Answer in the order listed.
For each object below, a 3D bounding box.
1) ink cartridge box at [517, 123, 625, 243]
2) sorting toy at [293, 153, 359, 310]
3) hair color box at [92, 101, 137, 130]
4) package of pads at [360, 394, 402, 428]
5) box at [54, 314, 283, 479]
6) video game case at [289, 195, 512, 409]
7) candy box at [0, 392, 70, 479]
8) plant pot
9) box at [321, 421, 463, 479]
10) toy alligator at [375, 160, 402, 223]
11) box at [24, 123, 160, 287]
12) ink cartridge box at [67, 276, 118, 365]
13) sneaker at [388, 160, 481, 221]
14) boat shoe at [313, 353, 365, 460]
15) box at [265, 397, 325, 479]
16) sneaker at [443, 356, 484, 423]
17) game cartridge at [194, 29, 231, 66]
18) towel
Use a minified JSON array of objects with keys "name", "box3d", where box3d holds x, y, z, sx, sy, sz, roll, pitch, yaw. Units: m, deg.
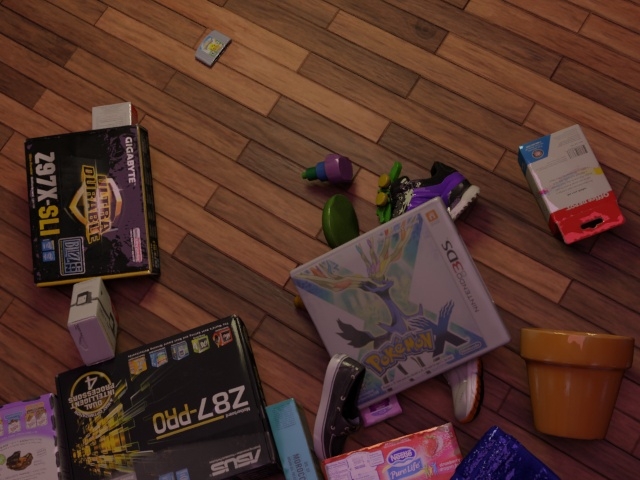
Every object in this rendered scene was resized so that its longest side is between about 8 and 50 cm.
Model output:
[{"name":"ink cartridge box","box3d":[0.506,-0.103,1.946,0.134,0.078,0.231,-21,69,1]},{"name":"sorting toy","box3d":[0.000,0.000,1.983,0.126,0.127,0.366,-10,71,29]},{"name":"hair color box","box3d":[-0.456,-0.218,2.136,0.093,0.053,0.167,-7,69,6]},{"name":"package of pads","box3d":[0.115,0.329,1.877,0.083,0.032,0.050,-23,71,0]},{"name":"box","box3d":[-0.301,0.355,1.879,0.394,0.097,0.318,-18,63,1]},{"name":"video game case","box3d":[0.146,0.122,1.813,0.329,0.036,0.300,-27,88,16]},{"name":"candy box","box3d":[-0.592,0.424,1.925,0.164,0.070,0.196,-14,69,3]},{"name":"plant pot","box3d":[0.467,0.263,1.774,0.205,0.205,0.188,4,87,10]},{"name":"box","box3d":[0.143,0.440,1.786,0.256,0.123,0.128,-17,71,1]},{"name":"toy alligator","box3d":[0.137,-0.073,2.007,0.051,0.056,0.190,-6,71,53]},{"name":"box","box3d":[-0.485,-0.071,2.043,0.257,0.079,0.322,-6,84,8]},{"name":"ink cartridge box","box3d":[-0.457,0.162,1.939,0.063,0.109,0.150,-16,30,0]},{"name":"sneaker","box3d":[0.179,-0.048,1.950,0.146,0.102,0.293,45,74,5]},{"name":"boat shoe","box3d":[0.045,0.326,1.813,0.076,0.080,0.229,19,108,31]},{"name":"box","box3d":[-0.035,0.431,1.828,0.060,0.100,0.244,-19,69,3]},{"name":"sneaker","box3d":[0.253,0.228,1.869,0.121,0.099,0.263,-5,63,14]},{"name":"game cartridge","box3d":[-0.249,-0.442,2.205,0.056,0.017,0.083,31,78,20]},{"name":"towel","box3d":[0.292,0.505,1.656,0.227,0.076,0.308,41,82,8]}]
